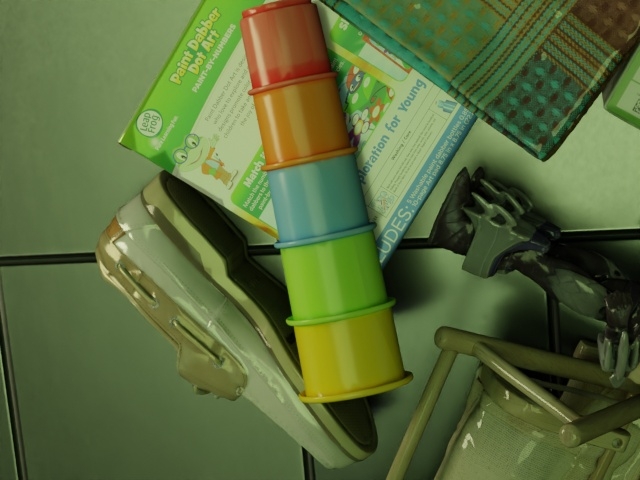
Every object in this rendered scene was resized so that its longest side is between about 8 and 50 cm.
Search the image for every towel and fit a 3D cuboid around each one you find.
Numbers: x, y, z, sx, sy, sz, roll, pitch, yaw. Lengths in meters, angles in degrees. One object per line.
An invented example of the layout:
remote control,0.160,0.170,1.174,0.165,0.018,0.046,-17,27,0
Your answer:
towel,0.107,-0.271,1.263,0.370,0.040,0.271,40,100,16

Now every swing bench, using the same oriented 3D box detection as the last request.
swing bench,0.185,0.223,1.370,0.165,0.254,0.253,38,111,43

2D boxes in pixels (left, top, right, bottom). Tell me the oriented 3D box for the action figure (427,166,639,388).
action figure,0.228,0.040,1.335,0.285,0.185,0.099,29,115,11

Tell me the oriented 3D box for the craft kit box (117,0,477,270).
craft kit box,-0.001,-0.123,1.373,0.246,0.061,0.250,32,98,-2

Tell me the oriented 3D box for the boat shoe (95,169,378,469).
boat shoe,-0.073,0.084,1.433,0.103,0.113,0.302,-41,84,18

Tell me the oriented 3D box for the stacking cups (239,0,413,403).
stacking cups,0.001,-0.034,1.321,0.096,0.096,0.316,-10,91,12

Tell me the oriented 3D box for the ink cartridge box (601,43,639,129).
ink cartridge box,0.297,-0.187,1.293,0.062,0.109,0.209,28,106,2
